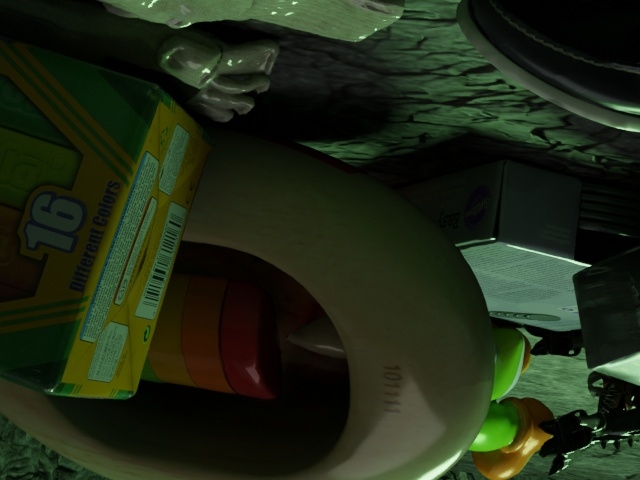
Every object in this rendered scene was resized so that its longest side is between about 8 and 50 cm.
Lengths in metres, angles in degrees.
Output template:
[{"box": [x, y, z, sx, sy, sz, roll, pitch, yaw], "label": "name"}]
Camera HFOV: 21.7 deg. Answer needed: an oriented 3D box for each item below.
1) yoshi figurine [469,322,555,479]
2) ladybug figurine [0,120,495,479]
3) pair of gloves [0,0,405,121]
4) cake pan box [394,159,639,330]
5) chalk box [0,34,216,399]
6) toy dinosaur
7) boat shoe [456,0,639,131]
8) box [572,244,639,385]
[{"box": [0.068, 0.157, 1.705, 0.203, 0.203, 0.362, 17, 180, 43], "label": "yoshi figurine"}, {"box": [-0.081, 0.042, 1.202, 0.449, 0.305, 0.162, 10, -148, 20], "label": "ladybug figurine"}, {"box": [-0.091, -0.120, 0.907, 0.204, 0.042, 0.240, 14, 166, -27], "label": "pair of gloves"}, {"box": [0.168, 0.011, 1.299, 0.245, 0.070, 0.267, 11, 168, -26], "label": "cake pan box"}, {"box": [-0.235, -0.034, 0.980, 0.288, 0.180, 0.179, 17, 176, 8], "label": "chalk box"}, {"box": [0.326, 0.124, 1.648, 0.218, 0.164, 0.322, -4, 152, -14], "label": "toy dinosaur"}, {"box": [0.182, -0.094, 0.825, 0.233, 0.084, 0.079, 17, 129, -9], "label": "boat shoe"}, {"box": [0.364, 0.051, 1.162, 0.242, 0.077, 0.307, -26, 149, 37], "label": "box"}]
